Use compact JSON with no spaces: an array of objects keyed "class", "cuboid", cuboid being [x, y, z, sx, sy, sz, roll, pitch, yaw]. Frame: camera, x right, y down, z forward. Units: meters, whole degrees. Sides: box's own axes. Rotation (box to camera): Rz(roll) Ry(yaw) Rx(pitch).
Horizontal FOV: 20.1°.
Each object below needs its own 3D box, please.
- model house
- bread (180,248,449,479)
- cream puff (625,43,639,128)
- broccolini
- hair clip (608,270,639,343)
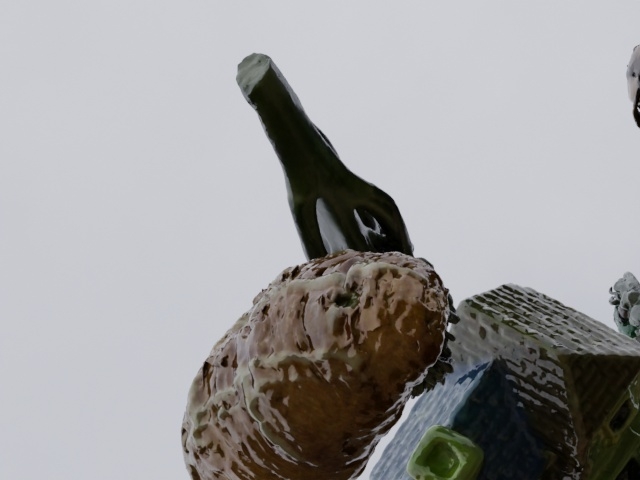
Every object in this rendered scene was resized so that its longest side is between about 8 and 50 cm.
[{"class":"model house","cuboid":[0.145,0.154,1.261,0.214,0.195,0.189,-50,-37,-11]},{"class":"bread","cuboid":[-0.014,0.065,0.717,0.233,0.076,0.105,117,178,-63]},{"class":"cream puff","cuboid":[0.238,-0.092,1.005,0.119,0.133,0.104,-21,-90,-56]},{"class":"broccolini","cuboid":[0.018,-0.004,0.806,0.203,0.068,0.091,70,-157,-49]},{"class":"hair clip","cuboid":[0.390,0.146,1.922,0.091,0.321,0.138,-44,-64,1]}]
